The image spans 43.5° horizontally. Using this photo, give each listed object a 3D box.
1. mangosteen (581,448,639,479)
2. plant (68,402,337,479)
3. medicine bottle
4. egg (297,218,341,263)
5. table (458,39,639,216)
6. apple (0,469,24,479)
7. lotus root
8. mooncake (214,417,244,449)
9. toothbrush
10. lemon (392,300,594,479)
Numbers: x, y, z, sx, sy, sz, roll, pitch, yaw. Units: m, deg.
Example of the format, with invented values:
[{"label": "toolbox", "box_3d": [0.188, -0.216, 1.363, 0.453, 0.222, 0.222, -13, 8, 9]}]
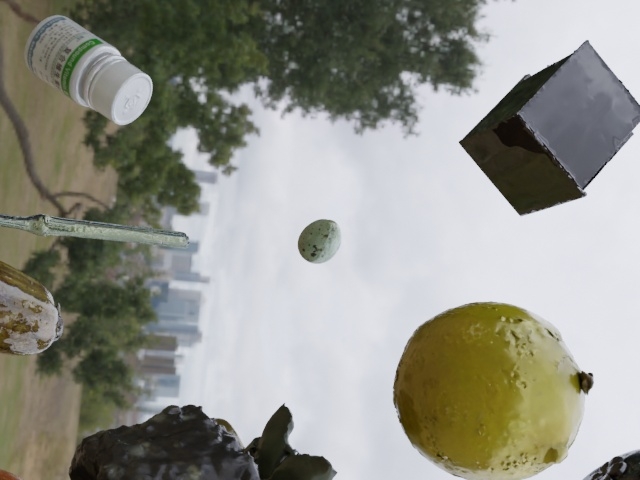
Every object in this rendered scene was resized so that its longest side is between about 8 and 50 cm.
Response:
[{"label": "mangosteen", "box_3d": [0.492, 0.418, 1.156, 0.243, 0.242, 0.243, -174, -90, -78]}, {"label": "plant", "box_3d": [-0.136, 0.317, 0.980, 0.215, 0.312, 0.213, 30, -66, 50]}, {"label": "medicine bottle", "box_3d": [-0.459, -0.335, 1.594, 0.139, 0.236, 0.139, -49, 164, -20]}, {"label": "egg", "box_3d": [0.000, 0.000, 1.646, 0.110, 0.085, 0.085, -56, -154, 34]}, {"label": "table", "box_3d": [0.373, -0.172, 1.279, 0.193, 0.172, 0.169, -45, -171, -21]}, {"label": "apple", "box_3d": [-0.423, 0.387, 1.012, 0.162, 0.201, 0.201, -32, -131, 45]}, {"label": "lotus root", "box_3d": [-0.499, 0.088, 1.162, 0.145, 0.260, 0.129, 25, -91, 53]}, {"label": "mooncake", "box_3d": [-0.230, 0.504, 1.680, 0.234, 0.117, 0.235, 11, -76, 51]}, {"label": "toothbrush", "box_3d": [-0.288, -0.015, 0.920, 0.028, 0.294, 0.026, -28, -121, 52]}, {"label": "lemon", "box_3d": [0.158, 0.145, 0.781, 0.206, 0.173, 0.174, 5, -91, 50]}]
